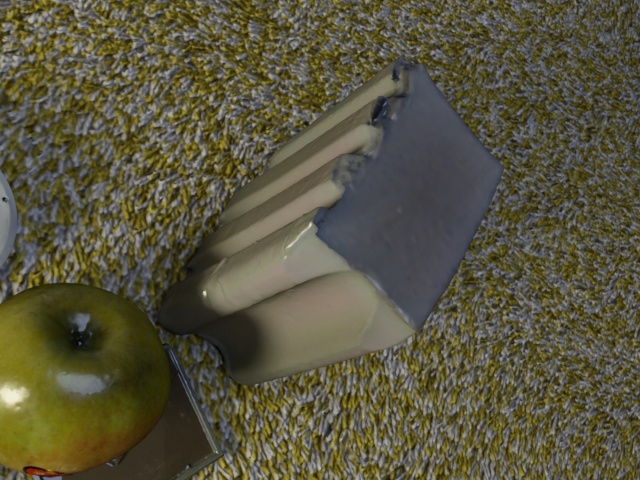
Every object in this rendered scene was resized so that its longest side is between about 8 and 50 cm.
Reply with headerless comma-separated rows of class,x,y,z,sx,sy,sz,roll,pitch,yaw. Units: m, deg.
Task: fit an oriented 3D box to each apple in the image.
apple,-0.317,0.164,1.069,0.261,0.194,0.260,16,38,-12

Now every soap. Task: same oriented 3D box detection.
soap,0.000,0.000,1.224,0.213,0.435,0.350,40,54,-18

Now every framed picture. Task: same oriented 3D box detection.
framed picture,-0.273,0.278,1.199,0.260,0.023,0.189,-28,92,-37

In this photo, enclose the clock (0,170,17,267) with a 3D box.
clock,-0.507,-0.026,1.097,0.230,0.083,0.230,10,72,-30
